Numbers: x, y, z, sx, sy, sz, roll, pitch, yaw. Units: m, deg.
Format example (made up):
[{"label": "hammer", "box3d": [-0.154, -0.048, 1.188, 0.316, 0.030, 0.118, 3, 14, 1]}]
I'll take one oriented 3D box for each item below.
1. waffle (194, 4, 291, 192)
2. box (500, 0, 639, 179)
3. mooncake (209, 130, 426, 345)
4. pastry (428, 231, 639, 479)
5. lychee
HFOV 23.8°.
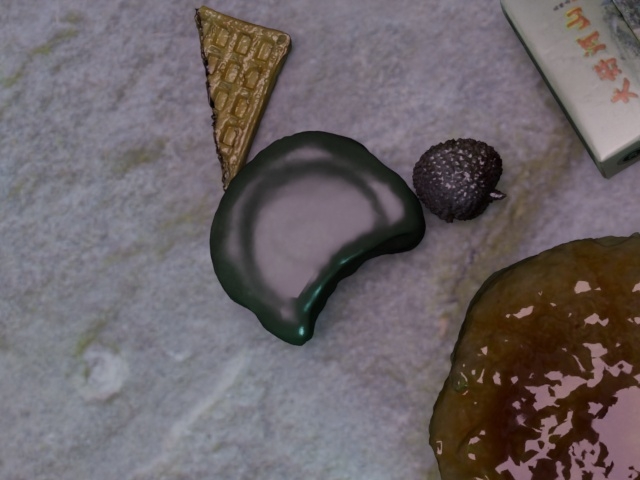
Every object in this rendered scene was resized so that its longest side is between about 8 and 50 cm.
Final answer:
[{"label": "waffle", "box3d": [-0.091, -0.124, 1.332, 0.097, 0.023, 0.153, 19, 85, 18]}, {"label": "box", "box3d": [0.296, -0.187, 1.218, 0.256, 0.069, 0.164, -31, 74, 7]}, {"label": "mooncake", "box3d": [0.000, 0.000, 1.244, 0.175, 0.104, 0.168, -12, 74, 10]}, {"label": "pastry", "box3d": [0.224, 0.141, 1.141, 0.329, 0.136, 0.330, -3, 79, 16]}, {"label": "lychee", "box3d": [0.115, -0.050, 1.245, 0.083, 0.068, 0.067, 14, 42, 20]}]
